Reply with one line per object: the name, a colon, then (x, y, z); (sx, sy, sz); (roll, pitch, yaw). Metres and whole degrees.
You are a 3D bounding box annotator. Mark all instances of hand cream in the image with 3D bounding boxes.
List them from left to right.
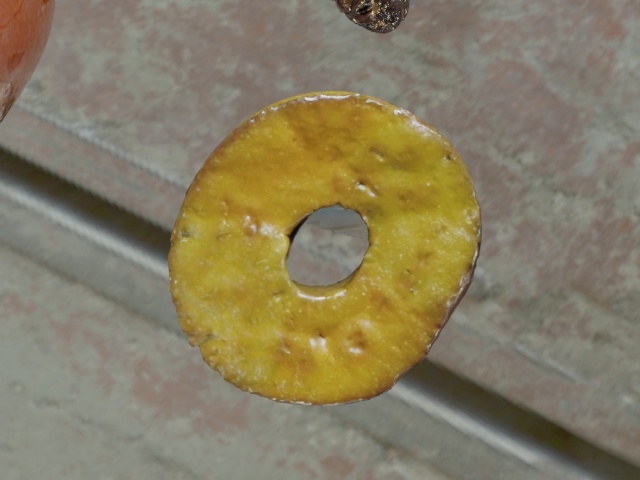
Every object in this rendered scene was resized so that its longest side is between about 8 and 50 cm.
hand cream: (0.018, -0.030, 1.093); (0.091, 0.271, 0.058); (2, 90, 15)

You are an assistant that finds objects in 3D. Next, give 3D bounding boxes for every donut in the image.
donut: (0.000, 0.000, 0.717); (0.152, 0.058, 0.152); (-1, 106, -4)

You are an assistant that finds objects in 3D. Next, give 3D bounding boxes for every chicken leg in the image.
chicken leg: (0.044, -0.238, 1.313); (0.053, 0.205, 0.093); (9, 113, -23)

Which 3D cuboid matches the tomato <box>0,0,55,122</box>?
tomato: (-0.279, -0.137, 0.857); (0.256, 0.256, 0.224); (29, 109, 11)
